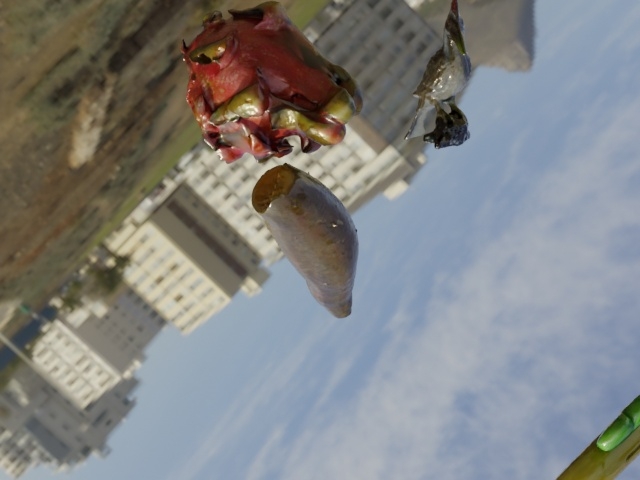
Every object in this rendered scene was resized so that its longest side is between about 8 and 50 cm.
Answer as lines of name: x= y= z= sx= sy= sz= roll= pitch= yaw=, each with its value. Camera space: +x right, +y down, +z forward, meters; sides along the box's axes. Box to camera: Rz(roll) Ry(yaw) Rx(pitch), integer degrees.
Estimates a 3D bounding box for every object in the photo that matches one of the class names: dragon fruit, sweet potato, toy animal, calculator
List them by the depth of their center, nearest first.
calculator: x=0.210 y=0.188 z=0.827 sx=0.146 sy=0.032 sz=0.235 roll=-34 pitch=156 yaw=-28
dragon fruit: x=-0.044 y=-0.133 z=0.935 sx=0.208 sy=0.133 sz=0.150 roll=25 pitch=-81 yaw=42
sweet potato: x=0.000 y=0.000 z=0.978 sx=0.077 sy=0.077 sz=0.243 roll=-47 pitch=147 yaw=-9
toy animal: x=0.142 y=-0.187 z=1.219 sx=0.070 sy=0.105 sz=0.202 roll=-15 pitch=130 yaw=-26
